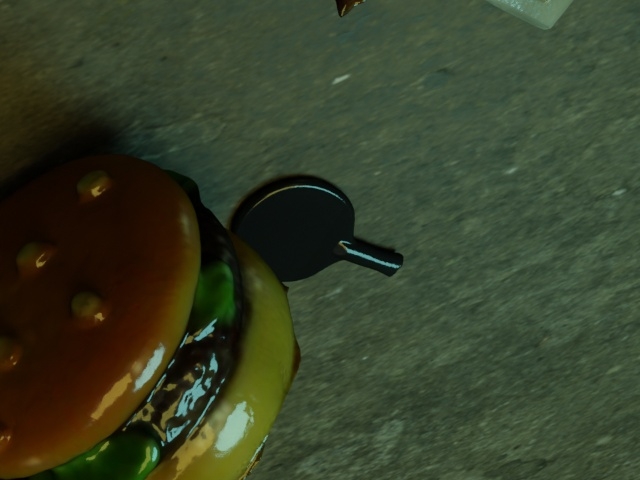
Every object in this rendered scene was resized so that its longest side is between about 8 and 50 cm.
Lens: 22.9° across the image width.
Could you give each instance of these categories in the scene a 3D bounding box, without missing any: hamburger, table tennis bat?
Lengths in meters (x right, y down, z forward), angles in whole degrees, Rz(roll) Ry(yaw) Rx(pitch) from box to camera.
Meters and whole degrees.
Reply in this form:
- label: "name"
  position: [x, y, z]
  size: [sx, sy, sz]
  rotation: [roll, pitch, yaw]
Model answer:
- label: "hamburger"
  position: [-0.242, 0.094, 1.671]
  size: [0.396, 0.396, 0.277]
  rotation: [-39, 133, 12]
- label: "table tennis bat"
  position: [0.000, 0.000, 1.912]
  size: [0.236, 0.027, 0.150]
  rotation: [18, 119, -32]

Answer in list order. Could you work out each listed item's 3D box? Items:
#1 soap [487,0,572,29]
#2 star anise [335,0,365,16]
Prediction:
- label: "soap"
  position: [0.252, -0.329, 1.711]
  size: [0.121, 0.064, 0.183]
  rotation: [19, 120, -37]
- label: "star anise"
  position: [0.035, -0.330, 1.625]
  size: [0.158, 0.144, 0.140]
  rotation: [-45, 159, -23]
